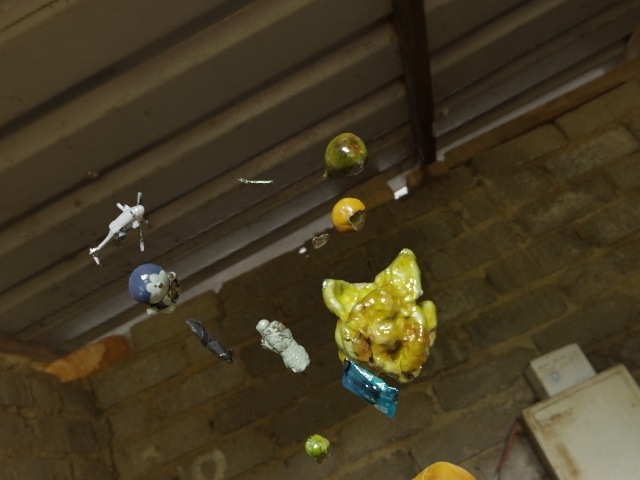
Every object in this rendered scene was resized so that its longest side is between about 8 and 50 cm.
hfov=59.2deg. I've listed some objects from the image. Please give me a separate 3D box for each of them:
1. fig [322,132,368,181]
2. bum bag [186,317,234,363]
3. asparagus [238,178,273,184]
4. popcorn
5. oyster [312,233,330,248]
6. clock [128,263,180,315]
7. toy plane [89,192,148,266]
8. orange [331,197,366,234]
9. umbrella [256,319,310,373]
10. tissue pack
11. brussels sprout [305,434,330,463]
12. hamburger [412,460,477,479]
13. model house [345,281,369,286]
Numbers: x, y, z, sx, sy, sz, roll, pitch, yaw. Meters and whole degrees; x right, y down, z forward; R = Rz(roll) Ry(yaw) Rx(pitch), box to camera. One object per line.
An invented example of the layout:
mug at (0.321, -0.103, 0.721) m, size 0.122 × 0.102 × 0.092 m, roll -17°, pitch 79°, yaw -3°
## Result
fig at (0.053, -0.236, 1.693) m, size 0.185 × 0.133 × 0.127 m, roll -34°, pitch -20°, yaw 24°
bum bag at (-0.328, 0.305, 1.704) m, size 0.049 × 0.197 × 0.087 m, roll -45°, pitch 13°, yaw -5°
asparagus at (-0.211, -0.191, 1.844) m, size 0.114 × 0.015 × 0.014 m, roll 2°, pitch 13°, yaw 1°
popcorn at (0.148, 0.208, 1.494) m, size 0.290 × 0.326 × 0.321 m, roll 96°, pitch -161°, yaw -61°
oyster at (0.003, -0.002, 2.051) m, size 0.083 × 0.019 × 0.054 m, roll -23°, pitch -44°, yaw -27°
clock at (-0.643, 0.191, 2.184) m, size 0.147 × 0.199 × 0.243 m, roll 3°, pitch -26°, yaw 13°
toy plane at (-0.667, -0.032, 1.822) m, size 0.273 × 0.182 × 0.107 m, roll -18°, pitch -4°, yaw 18°
orange at (0.121, -0.097, 2.313) m, size 0.157 × 0.156 × 0.134 m, roll -22°, pitch 18°, yaw -11°
umbrella at (-0.082, 0.226, 1.220) m, size 0.067 × 0.143 × 0.062 m, roll -47°, pitch 11°, yaw -14°
tissue pack at (0.101, 0.312, 1.191) m, size 0.028 × 0.138 × 0.085 m, roll -29°, pitch -44°, yaw -43°
brussels sprout at (-0.002, 0.466, 1.257) m, size 0.051 × 0.046 × 0.083 m, roll -11°, pitch -39°, yaw 14°
hamburger at (0.362, 0.796, 1.600) m, size 0.290 × 0.314 × 0.170 m, roll -44°, pitch -50°, yaw 10°
model house at (0.143, 0.262, 2.524) m, size 0.172 × 0.166 × 0.183 m, roll 5°, pitch -13°, yaw -16°
